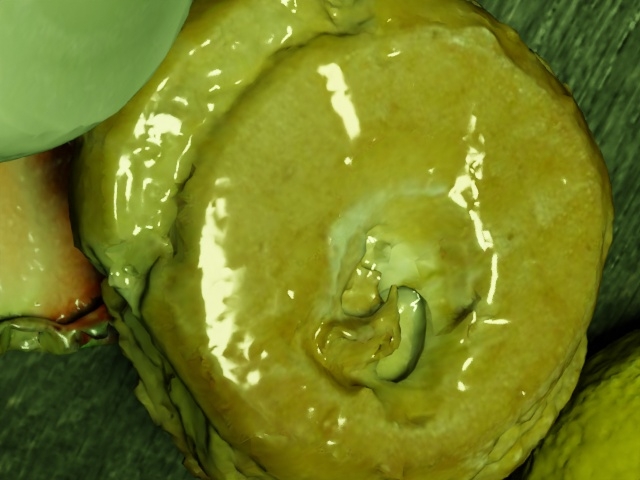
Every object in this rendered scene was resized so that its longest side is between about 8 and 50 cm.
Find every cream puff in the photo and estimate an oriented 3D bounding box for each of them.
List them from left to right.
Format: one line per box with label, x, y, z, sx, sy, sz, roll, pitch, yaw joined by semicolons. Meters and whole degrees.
cream puff;0.000;0.000;0.942;0.343;0.231;0.327;23;87;-22

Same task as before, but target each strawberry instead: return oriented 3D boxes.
strawberry;-0.198;-0.023;0.986;0.167;0.087;0.208;-2;84;-31

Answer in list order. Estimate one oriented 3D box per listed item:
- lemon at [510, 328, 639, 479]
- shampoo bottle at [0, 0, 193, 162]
lemon;0.263;0.182;1.057;0.293;0.293;0.293;-4;111;-12
shampoo bottle;-0.215;-0.188;0.742;0.317;0.322;0.322;11;112;23
